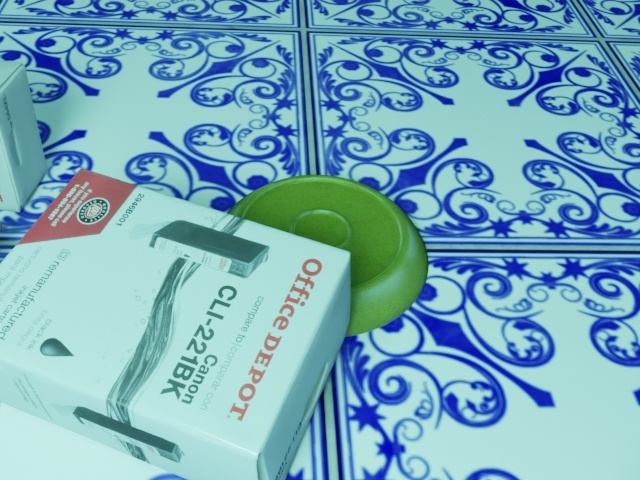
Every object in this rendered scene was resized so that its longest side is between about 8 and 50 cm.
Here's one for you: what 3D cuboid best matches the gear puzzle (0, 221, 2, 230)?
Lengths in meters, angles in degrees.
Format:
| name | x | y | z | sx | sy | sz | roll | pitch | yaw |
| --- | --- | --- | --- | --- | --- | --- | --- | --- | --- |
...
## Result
| name | x | y | z | sx | sy | sz | roll | pitch | yaw |
| --- | --- | --- | --- | --- | --- | --- | --- | --- | --- |
| gear puzzle | -0.504 | 0.015 | 0.707 | 0.338 | 0.044 | 0.176 | 12 | 46 | 12 |

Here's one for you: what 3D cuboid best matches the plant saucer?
| name | x | y | z | sx | sy | sz | roll | pitch | yaw |
| --- | --- | --- | --- | --- | --- | --- | --- | --- | --- |
| plant saucer | 0.000 | 0.000 | 0.765 | 0.240 | 0.037 | 0.241 | 3 | 44 | -3 |

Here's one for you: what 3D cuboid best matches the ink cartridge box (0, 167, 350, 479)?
| name | x | y | z | sx | sy | sz | roll | pitch | yaw |
| --- | --- | --- | --- | --- | --- | --- | --- | --- | --- |
| ink cartridge box | -0.130 | 0.074 | 0.606 | 0.272 | 0.114 | 0.197 | 18 | 53 | 12 |

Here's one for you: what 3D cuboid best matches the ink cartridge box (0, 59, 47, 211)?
| name | x | y | z | sx | sy | sz | roll | pitch | yaw |
| --- | --- | --- | --- | --- | --- | --- | --- | --- | --- |
| ink cartridge box | -0.422 | -0.123 | 0.776 | 0.203 | 0.148 | 0.086 | 8 | 42 | 2 |
